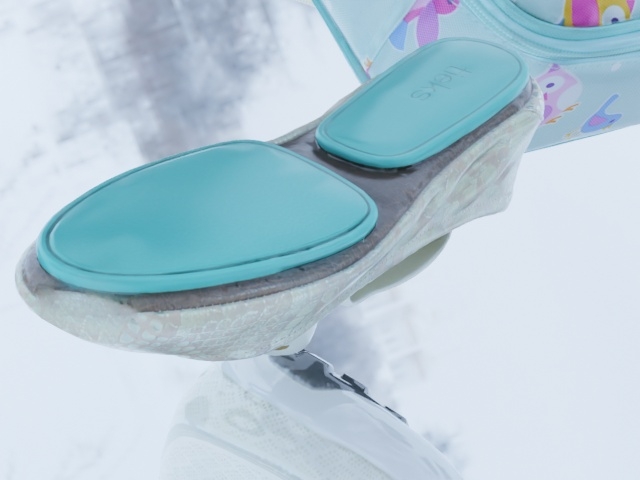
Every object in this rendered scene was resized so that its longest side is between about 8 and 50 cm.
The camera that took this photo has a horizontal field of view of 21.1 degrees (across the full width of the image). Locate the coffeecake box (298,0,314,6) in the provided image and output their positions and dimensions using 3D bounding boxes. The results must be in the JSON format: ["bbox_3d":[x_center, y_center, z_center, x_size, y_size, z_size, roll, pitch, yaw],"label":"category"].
[{"bbox_3d":[0.040,-0.215,1.185,0.185,0.142,0.068,-49,157,-58],"label":"coffeecake box"}]

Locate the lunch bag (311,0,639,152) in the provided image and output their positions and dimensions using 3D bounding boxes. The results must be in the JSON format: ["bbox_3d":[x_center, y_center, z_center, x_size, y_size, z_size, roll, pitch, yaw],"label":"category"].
[{"bbox_3d":[0.081,-0.180,0.769,0.279,0.224,0.108,62,-36,20],"label":"lunch bag"}]

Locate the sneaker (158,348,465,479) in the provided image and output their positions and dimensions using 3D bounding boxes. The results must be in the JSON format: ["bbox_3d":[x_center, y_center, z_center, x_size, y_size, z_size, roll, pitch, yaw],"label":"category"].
[{"bbox_3d":[-0.017,0.151,0.529,0.110,0.118,0.292,28,-41,26],"label":"sneaker"}]

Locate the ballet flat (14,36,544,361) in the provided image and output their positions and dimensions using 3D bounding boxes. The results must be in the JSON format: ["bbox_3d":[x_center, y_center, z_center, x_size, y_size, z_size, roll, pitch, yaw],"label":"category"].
[{"bbox_3d":[0.000,0.000,0.404,0.057,0.168,0.052,29,-52,32],"label":"ballet flat"}]
